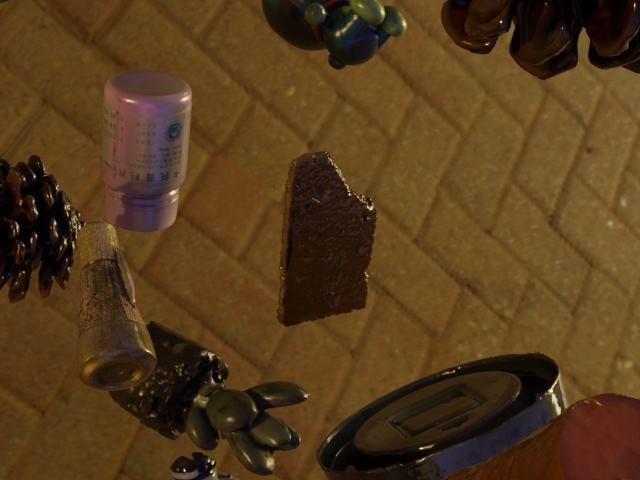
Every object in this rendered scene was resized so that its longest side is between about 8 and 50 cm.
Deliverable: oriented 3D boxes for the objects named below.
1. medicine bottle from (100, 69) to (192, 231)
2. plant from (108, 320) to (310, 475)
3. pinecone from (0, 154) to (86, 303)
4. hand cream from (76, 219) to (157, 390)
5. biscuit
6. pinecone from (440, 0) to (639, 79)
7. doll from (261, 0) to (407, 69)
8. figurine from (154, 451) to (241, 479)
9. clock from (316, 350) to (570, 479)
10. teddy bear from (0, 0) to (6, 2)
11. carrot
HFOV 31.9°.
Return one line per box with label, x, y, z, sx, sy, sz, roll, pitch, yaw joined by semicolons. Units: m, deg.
medicine bottle;-0.303;-0.154;1.933;0.152;0.152;0.254;-18;126;-39
plant;-0.156;0.228;1.569;0.146;0.274;0.149;-68;163;-2
pinecone;-0.455;-0.017;1.654;0.201;0.202;0.229;-33;140;-43
hand cream;-0.236;0.065;1.242;0.084;0.084;0.203;14;44;-35
biscuit;0.010;-0.006;1.387;0.131;0.026;0.237;-13;122;-30
pinecone;0.191;-0.221;0.758;0.309;0.244;0.244;-27;96;-26
doll;0.004;-0.448;2.173;0.198;0.322;0.186;19;111;-46
figurine;-0.095;0.278;1.020;0.126;0.147;0.192;-57;133;-64
clock;0.148;0.225;1.332;0.312;0.312;0.061;-28;99;-39
teddy bear;-0.455;-0.382;1.524;0.129;0.182;0.251;62;39;-51
carrot;0.105;0.197;0.688;0.139;0.302;0.138;11;54;-15
